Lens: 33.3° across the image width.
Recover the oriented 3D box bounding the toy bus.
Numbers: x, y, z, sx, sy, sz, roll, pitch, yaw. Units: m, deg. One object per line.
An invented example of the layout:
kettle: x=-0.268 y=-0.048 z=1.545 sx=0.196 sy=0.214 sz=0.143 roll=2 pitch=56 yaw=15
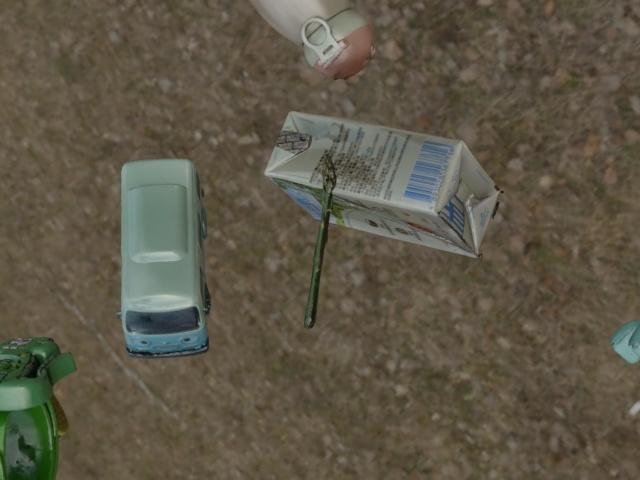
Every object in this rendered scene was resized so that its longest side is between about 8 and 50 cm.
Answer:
toy bus: x=-0.230 y=0.021 z=1.556 sx=0.165 sy=0.133 sz=0.271 roll=97 pitch=169 yaw=-64

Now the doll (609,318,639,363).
doll: x=0.505 y=0.115 z=1.590 sx=0.059 sy=0.158 sz=0.159 roll=42 pitch=-178 yaw=3

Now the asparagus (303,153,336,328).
asparagus: x=0.000 y=0.000 z=1.398 sx=0.022 sy=0.023 sz=0.232 roll=-5 pitch=74 yaw=47

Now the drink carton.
drink carton: x=0.103 y=-0.092 z=1.698 sx=0.325 sy=0.132 sz=0.194 roll=13 pitch=164 yaw=31

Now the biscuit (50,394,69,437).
biscuit: x=-0.337 y=0.203 z=1.291 sx=0.084 sy=0.023 sz=0.084 roll=54 pitch=-178 yaw=-2

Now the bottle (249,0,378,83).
bottle: x=-0.004 y=-0.362 z=1.714 sx=0.236 sy=0.147 sz=0.147 roll=53 pitch=150 yaw=1

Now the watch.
watch: x=-0.301 y=0.187 z=1.043 sx=0.165 sy=0.131 sz=0.152 roll=-68 pitch=-30 yaw=-76
